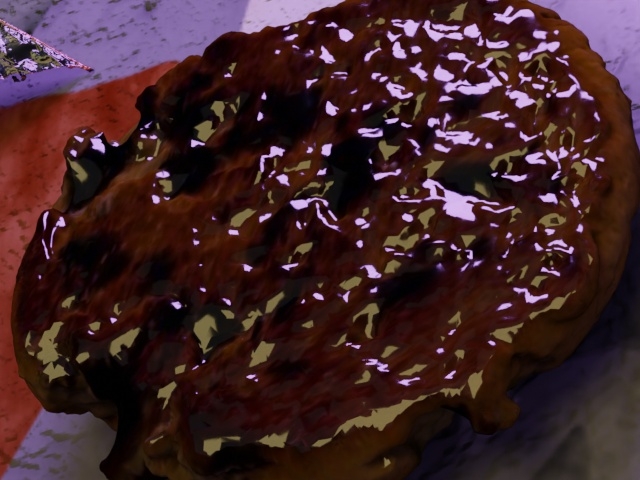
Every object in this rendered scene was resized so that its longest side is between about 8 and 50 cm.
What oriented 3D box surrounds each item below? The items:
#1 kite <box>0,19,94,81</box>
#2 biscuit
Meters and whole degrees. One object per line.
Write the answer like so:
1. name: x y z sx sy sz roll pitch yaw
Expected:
1. kite: -0.267 -0.116 1.080 0.232 0.009 0.189 -14 64 -5
2. biscuit: 0.000 0.004 0.850 0.334 0.081 0.289 -8 55 25
